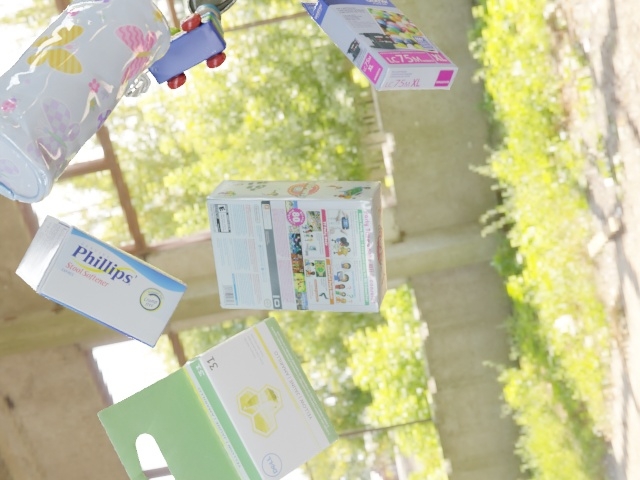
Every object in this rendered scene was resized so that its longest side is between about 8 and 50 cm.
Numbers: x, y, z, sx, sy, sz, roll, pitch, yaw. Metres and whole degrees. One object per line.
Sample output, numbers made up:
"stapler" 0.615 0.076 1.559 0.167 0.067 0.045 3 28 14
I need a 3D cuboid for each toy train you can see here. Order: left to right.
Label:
"toy train" -0.292 -0.355 1.820 0.105 0.248 0.143 56 -162 -30

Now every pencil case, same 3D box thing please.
"pencil case" -0.274 -0.166 1.055 0.273 0.113 0.124 -60 -20 -31

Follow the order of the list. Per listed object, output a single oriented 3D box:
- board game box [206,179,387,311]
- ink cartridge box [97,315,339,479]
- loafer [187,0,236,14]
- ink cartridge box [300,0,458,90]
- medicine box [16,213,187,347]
"board game box" -0.039 0.009 1.757 0.097 0.303 0.224 -60 -31 -61
"ink cartridge box" -0.110 0.211 1.100 0.056 0.235 0.171 -30 87 50
"loafer" -0.179 -0.516 1.857 0.094 0.251 0.087 44 -150 -8
"ink cartridge box" 0.113 -0.408 1.918 0.311 0.186 0.065 51 134 35
"medicine box" -0.455 0.078 1.977 0.149 0.263 0.289 -63 25 -6
